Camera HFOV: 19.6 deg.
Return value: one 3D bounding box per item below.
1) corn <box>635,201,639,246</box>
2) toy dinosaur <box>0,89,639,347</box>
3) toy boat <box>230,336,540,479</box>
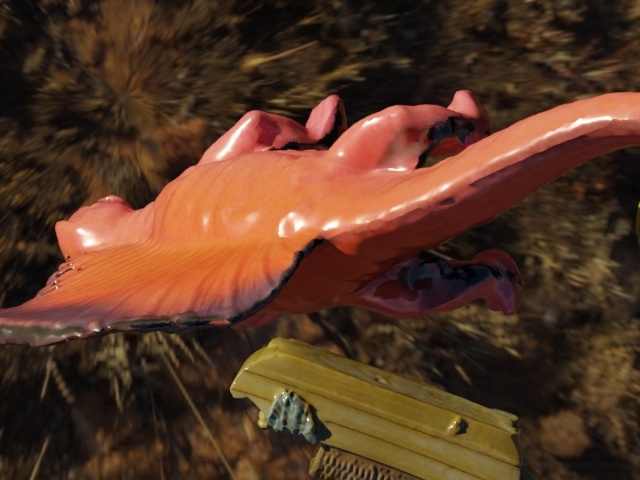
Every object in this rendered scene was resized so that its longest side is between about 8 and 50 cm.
[{"bbox_3d":[0.170,-0.100,0.571,0.097,0.097,0.261,22,94,-7],"label":"corn"},{"bbox_3d":[-0.008,0.002,0.504,0.139,0.286,0.070,-15,99,-37],"label":"toy dinosaur"},{"bbox_3d":[0.063,0.186,1.702,0.310,0.089,0.115,19,104,-1],"label":"toy boat"}]
